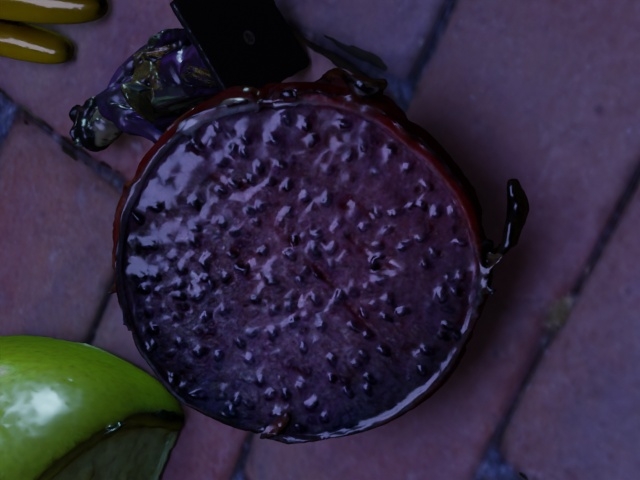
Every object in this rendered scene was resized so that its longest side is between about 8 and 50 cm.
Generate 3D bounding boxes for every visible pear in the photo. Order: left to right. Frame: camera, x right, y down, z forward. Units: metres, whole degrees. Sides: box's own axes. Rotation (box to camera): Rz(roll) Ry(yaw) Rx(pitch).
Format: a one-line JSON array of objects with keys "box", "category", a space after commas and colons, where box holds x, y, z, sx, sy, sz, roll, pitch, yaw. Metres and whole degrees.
[{"box": [-0.276, 0.183, 1.072, 0.282, 0.176, 0.286, 31, 107, 35], "category": "pear"}]

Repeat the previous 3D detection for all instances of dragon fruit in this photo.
[{"box": [-0.004, 0.001, 0.903, 0.218, 0.148, 0.224, 36, 103, -1], "category": "dragon fruit"}]

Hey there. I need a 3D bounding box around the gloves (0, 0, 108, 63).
[{"box": [-0.275, -0.220, 1.131, 0.294, 0.116, 0.133, 14, 126, 27], "category": "gloves"}]

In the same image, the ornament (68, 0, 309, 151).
[{"box": [-0.102, -0.100, 1.009, 0.203, 0.088, 0.081, -31, 96, 46], "category": "ornament"}]
